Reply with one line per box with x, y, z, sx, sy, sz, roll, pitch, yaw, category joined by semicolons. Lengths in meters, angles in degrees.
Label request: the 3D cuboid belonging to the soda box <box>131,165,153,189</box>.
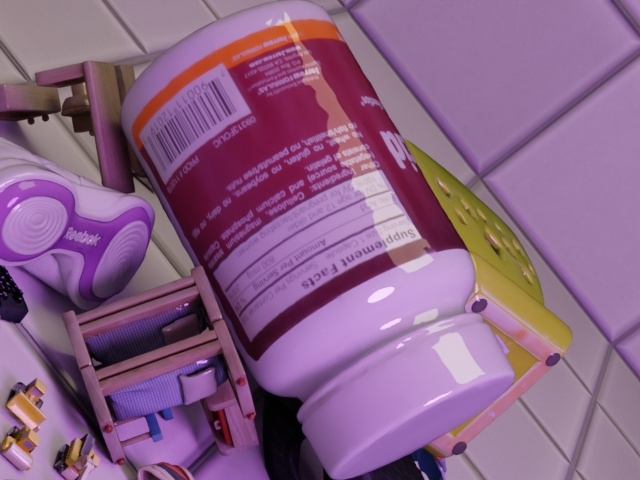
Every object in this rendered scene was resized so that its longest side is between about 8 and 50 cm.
-0.136;-0.137;2.056;0.063;0.183;0.058;41;19;-29;soda box

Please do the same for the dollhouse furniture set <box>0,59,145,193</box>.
-0.248;-0.093;1.803;0.144;0.151;0.123;-8;87;-72;dollhouse furniture set

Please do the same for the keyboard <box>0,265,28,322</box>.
-0.293;0.027;1.536;0.100;0.038;0.192;59;18;23;keyboard

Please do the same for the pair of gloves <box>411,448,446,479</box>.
0.137;0.294;2.028;0.159;0.023;0.198;89;-18;-57;pair of gloves

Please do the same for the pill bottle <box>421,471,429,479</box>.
0.107;0.312;1.924;0.086;0.086;0.152;34;24;-47;pill bottle

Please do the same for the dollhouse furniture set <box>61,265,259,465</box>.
-0.129;0.144;1.647;0.183;0.129;0.129;79;-11;-51;dollhouse furniture set

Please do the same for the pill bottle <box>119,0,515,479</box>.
0.000;0.000;1.702;0.392;0.224;0.224;61;18;15;pill bottle

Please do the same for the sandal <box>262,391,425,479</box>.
0.002;0.204;1.884;0.167;0.107;0.446;36;9;-40;sandal

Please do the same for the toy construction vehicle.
-0.211;0.155;1.486;0.086;0.035;0.098;47;17;-15;toy construction vehicle

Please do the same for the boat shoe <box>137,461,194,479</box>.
-0.107;0.241;1.562;0.043;0.049;0.137;19;34;-57;boat shoe

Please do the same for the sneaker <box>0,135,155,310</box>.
-0.247;-0.033;1.654;0.152;0.114;0.305;35;-2;25;sneaker

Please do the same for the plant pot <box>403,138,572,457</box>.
0.103;0.075;1.909;0.228;0.227;0.207;36;15;-43;plant pot
